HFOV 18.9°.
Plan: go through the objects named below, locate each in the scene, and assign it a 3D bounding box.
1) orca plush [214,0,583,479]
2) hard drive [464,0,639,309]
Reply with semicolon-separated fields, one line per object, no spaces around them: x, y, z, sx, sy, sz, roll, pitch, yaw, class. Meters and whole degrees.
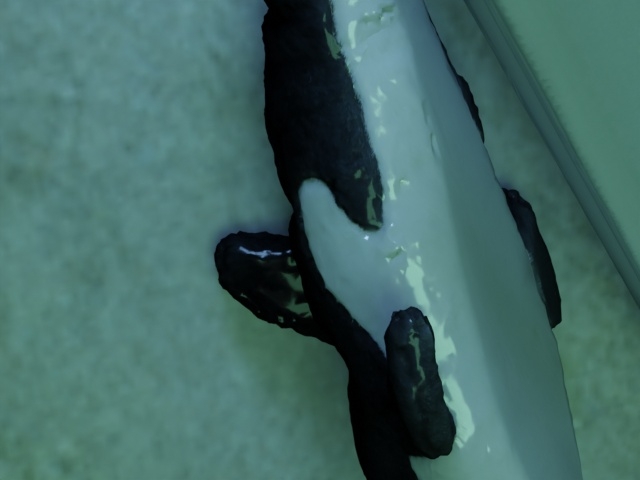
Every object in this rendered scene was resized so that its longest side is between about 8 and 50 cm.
0.000;0.000;0.633;0.102;0.151;0.287;-13;121;23;orca plush
0.170;-0.092;0.596;0.233;0.047;0.353;-38;141;0;hard drive
